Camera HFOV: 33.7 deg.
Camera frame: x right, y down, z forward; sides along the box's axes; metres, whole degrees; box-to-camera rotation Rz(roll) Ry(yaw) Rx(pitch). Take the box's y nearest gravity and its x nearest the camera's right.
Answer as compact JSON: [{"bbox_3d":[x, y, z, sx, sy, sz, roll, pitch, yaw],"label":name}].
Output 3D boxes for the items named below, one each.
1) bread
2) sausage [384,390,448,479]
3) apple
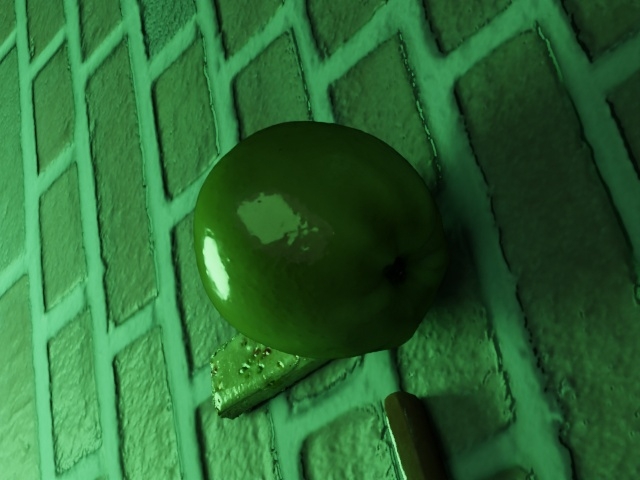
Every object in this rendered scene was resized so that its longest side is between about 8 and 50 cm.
[{"bbox_3d":[-0.043,0.101,0.944,0.154,0.028,0.068,-34,50,34],"label":"bread"},{"bbox_3d":[0.077,0.176,0.776,0.035,0.030,0.147,-43,47,30],"label":"sausage"},{"bbox_3d":[0.000,0.000,0.819,0.200,0.200,0.200,-21,61,43],"label":"apple"}]
